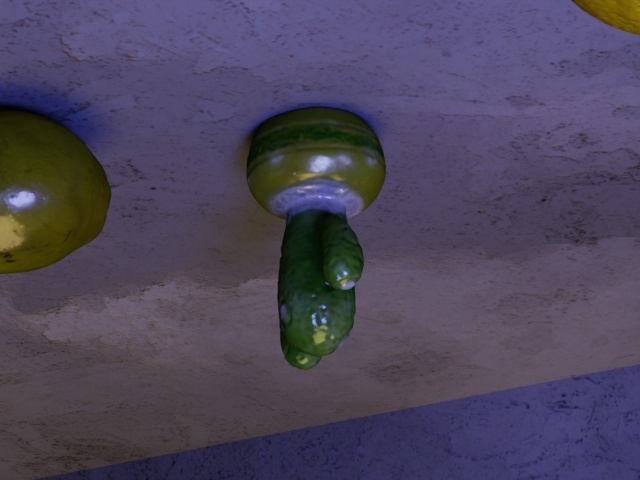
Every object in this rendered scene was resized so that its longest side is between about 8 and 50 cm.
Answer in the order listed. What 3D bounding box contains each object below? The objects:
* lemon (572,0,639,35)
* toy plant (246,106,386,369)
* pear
[{"bbox_3d":[0.312,-0.311,1.357,0.267,0.267,0.267,-3,156,-1],"label":"lemon"},{"bbox_3d":[0.000,0.000,1.923,0.185,0.315,0.224,5,157,-18],"label":"toy plant"},{"bbox_3d":[-0.394,-0.060,1.859,0.269,0.212,0.212,4,156,-31],"label":"pear"}]
